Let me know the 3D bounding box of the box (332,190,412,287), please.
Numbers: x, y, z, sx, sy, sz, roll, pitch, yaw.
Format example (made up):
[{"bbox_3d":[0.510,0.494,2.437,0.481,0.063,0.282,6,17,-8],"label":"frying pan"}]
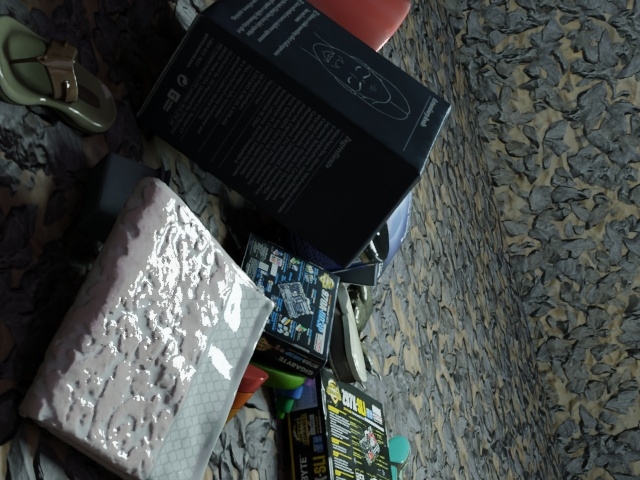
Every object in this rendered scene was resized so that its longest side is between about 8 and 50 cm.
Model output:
[{"bbox_3d":[0.068,-0.106,2.088,0.294,0.183,0.296,-49,144,-62],"label":"box"}]

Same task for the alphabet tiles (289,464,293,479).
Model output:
[{"bbox_3d":[-0.012,0.478,1.923,0.198,0.009,0.237,55,31,-44],"label":"alphabet tiles"}]

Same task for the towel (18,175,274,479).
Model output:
[{"bbox_3d":[-0.202,0.139,1.405,0.317,0.053,0.331,49,55,-44],"label":"towel"}]

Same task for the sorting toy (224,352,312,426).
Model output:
[{"bbox_3d":[-0.109,0.248,1.723,0.365,0.127,0.126,16,93,-69],"label":"sorting toy"}]

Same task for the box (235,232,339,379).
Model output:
[{"bbox_3d":[-0.064,0.102,1.785,0.175,0.051,0.220,27,35,-13],"label":"box"}]

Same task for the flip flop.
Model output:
[{"bbox_3d":[-0.331,-0.210,1.393,0.277,0.080,0.112,31,51,-62],"label":"flip flop"}]

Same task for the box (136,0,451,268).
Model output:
[{"bbox_3d":[-0.030,-0.199,1.712,0.395,0.212,0.293,35,30,-3],"label":"box"}]

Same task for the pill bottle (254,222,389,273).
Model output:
[{"bbox_3d":[0.000,0.000,1.917,0.123,0.219,0.122,-12,90,-69],"label":"pill bottle"}]

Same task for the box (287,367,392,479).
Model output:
[{"bbox_3d":[0.042,0.391,1.989,0.322,0.079,0.257,40,38,-59],"label":"box"}]

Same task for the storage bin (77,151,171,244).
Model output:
[{"bbox_3d":[-0.269,-0.047,1.468,0.091,0.098,0.135,28,48,-27],"label":"storage bin"}]

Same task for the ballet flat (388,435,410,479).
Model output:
[{"bbox_3d":[0.142,0.476,2.255,0.188,0.070,0.070,-54,129,-60],"label":"ballet flat"}]

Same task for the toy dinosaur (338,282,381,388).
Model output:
[{"bbox_3d":[0.058,0.131,2.181,0.313,0.121,0.160,-80,162,-52],"label":"toy dinosaur"}]

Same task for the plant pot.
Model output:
[{"bbox_3d":[-0.011,-0.434,2.050,0.243,0.275,0.275,44,32,-16],"label":"plant pot"}]

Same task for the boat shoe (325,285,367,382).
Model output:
[{"bbox_3d":[0.017,0.169,1.906,0.324,0.097,0.116,-100,176,-72],"label":"boat shoe"}]
